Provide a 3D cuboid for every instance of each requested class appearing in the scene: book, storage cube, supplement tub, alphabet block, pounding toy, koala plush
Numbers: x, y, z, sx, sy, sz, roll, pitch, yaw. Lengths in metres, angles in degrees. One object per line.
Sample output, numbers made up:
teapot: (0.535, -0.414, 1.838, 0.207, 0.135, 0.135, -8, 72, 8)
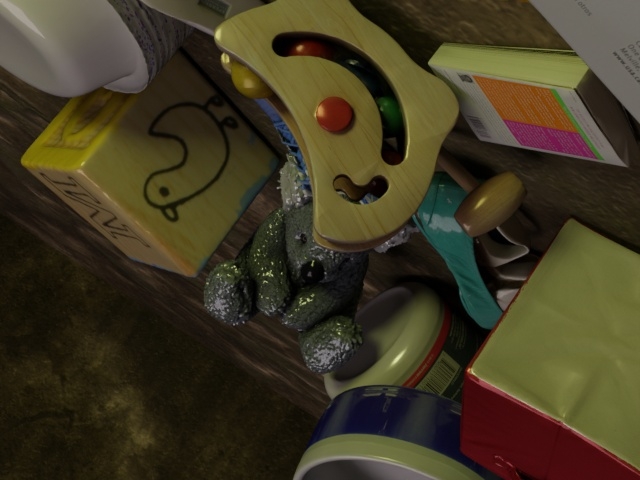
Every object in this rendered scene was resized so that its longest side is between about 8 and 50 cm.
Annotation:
book: (0.158, -0.101, 0.747, 0.144, 0.035, 0.096, 19, 157, 48)
storage cube: (0.251, 0.133, 0.894, 0.184, 0.215, 0.193, 29, 156, 22)
supplement tub: (0.156, 0.202, 1.281, 0.272, 0.191, 0.191, 43, 162, -19)
alphabet block: (-0.205, -0.096, 1.194, 0.197, 0.192, 0.193, 45, 159, -31)
pounding toy: (0.025, -0.075, 0.831, 0.269, 0.154, 0.155, 43, 174, 4)
koala plush: (0.000, 0.000, 1.143, 0.196, 0.203, 0.221, 27, 142, -1)

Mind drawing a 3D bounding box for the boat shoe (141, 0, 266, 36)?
boat shoe: (-0.120, -0.225, 0.858, 0.184, 0.066, 0.063, 16, -169, -47)

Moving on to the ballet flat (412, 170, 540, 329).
ballet flat: (0.170, 0.021, 0.975, 0.087, 0.083, 0.247, 5, 150, 34)

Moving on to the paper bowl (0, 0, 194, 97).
paper bowl: (-0.275, -0.254, 0.983, 0.284, 0.148, 0.284, 31, 162, 12)

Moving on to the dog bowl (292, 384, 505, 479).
dog bowl: (0.107, 0.291, 1.171, 0.265, 0.104, 0.264, 15, 139, 14)

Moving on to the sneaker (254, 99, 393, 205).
sneaker: (0.003, -0.091, 0.987, 0.211, 0.081, 0.080, 41, 164, -11)

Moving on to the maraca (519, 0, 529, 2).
maraca: (0.132, -0.176, 0.497, 0.186, 0.099, 0.127, -3, 156, 26)

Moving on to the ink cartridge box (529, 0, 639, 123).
ink cartridge box: (0.193, -0.157, 0.311, 0.309, 0.130, 0.272, 42, 143, -20)
